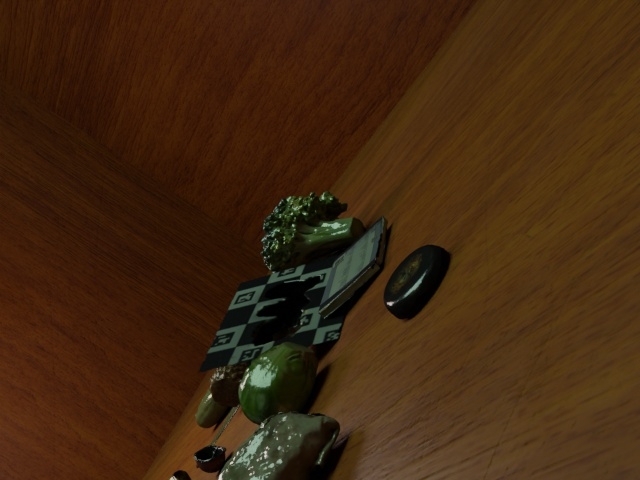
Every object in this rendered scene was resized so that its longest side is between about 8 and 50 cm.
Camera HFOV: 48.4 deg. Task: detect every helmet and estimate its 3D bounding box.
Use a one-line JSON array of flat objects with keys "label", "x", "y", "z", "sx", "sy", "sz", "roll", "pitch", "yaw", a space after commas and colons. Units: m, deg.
[{"label": "helmet", "x": -0.236, "y": 0.484, "z": 1.558, "sx": 0.065, "sy": 0.049, "sz": 0.084, "roll": -20, "pitch": 10, "yaw": -40}]

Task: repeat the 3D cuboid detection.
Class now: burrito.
[{"label": "burrito", "x": -0.102, "y": 0.357, "z": 0.861, "sx": 0.347, "sy": 0.107, "sz": 0.175, "roll": -56, "pitch": 4, "yaw": -23}]

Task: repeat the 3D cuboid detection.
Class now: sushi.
[{"label": "sushi", "x": -0.057, "y": 0.178, "z": 1.490, "sx": 0.296, "sy": 0.100, "sz": 0.373, "roll": -16, "pitch": 22, "yaw": 14}]

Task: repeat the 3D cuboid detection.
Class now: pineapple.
[{"label": "pineapple", "x": -0.202, "y": 0.321, "z": 1.896, "sx": 0.277, "sy": 0.119, "sz": 0.130, "roll": -63, "pitch": -10, "yaw": -64}]

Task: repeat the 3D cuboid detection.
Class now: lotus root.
[{"label": "lotus root", "x": -0.298, "y": 0.467, "z": 2.042, "sx": 0.183, "sy": 0.077, "sz": 0.090, "roll": -56, "pitch": 12, "yaw": 25}]

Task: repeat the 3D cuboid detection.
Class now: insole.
[{"label": "insole", "x": -0.264, "y": 0.503, "z": 1.917, "sx": 0.253, "sy": 0.005, "sz": 0.086, "roll": -57, "pitch": 5, "yaw": -6}]

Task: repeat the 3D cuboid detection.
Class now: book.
[{"label": "book", "x": 0.071, "y": 0.049, "z": 1.423, "sx": 0.157, "sy": 0.026, "sz": 0.231, "roll": -44, "pitch": 11, "yaw": 24}]

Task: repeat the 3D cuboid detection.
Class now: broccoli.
[{"label": "broccoli", "x": 0.000, "y": 0.000, "z": 1.717, "sx": 0.243, "sy": 0.246, "sz": 0.263, "roll": -11, "pitch": 9, "yaw": 35}]

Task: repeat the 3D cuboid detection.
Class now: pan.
[{"label": "pan", "x": 0.130, "y": 0.042, "z": 1.019, "sx": 0.115, "sy": 0.040, "sz": 0.212, "roll": -50, "pitch": 7, "yaw": 9}]

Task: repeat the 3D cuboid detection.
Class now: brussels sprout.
[{"label": "brussels sprout", "x": -0.073, "y": 0.243, "z": 1.203, "sx": 0.155, "sy": 0.118, "sz": 0.155, "roll": -156, "pitch": 90, "yaw": -87}]

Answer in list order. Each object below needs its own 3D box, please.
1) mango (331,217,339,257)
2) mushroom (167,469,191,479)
[{"label": "mango", "x": -0.009, "y": 0.002, "z": 1.950, "sx": 0.175, "sy": 0.139, "sz": 0.254, "roll": -62, "pitch": 19, "yaw": 6}, {"label": "mushroom", "x": -0.392, "y": 0.677, "z": 1.635, "sx": 0.312, "sy": 0.081, "sz": 0.100, "roll": -59, "pitch": 0, "yaw": -15}]
